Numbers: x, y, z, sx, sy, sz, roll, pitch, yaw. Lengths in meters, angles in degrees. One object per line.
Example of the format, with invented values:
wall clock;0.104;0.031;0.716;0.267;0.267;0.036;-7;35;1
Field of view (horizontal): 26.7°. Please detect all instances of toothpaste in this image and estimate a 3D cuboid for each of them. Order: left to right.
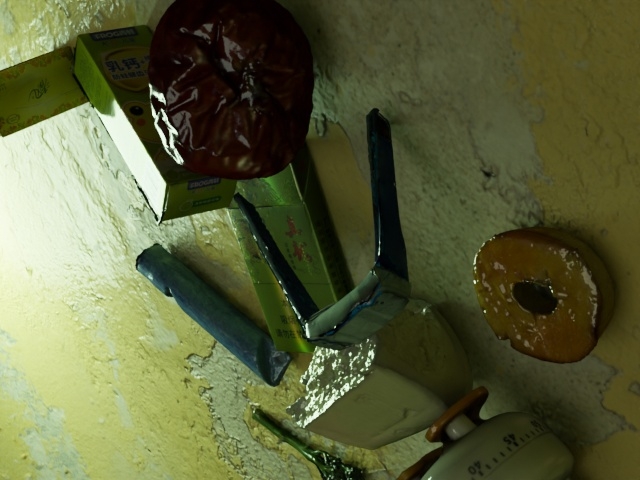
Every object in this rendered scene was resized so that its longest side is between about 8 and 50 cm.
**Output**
toothpaste;-0.232;-0.166;1.858;0.327;0.110;0.077;57;147;32

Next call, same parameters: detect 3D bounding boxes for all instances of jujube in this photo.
jujube;-0.112;-0.198;1.703;0.213;0.213;0.232;14;106;42

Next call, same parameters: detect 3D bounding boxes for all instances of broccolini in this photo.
broccolini;-0.021;0.321;2.078;0.239;0.051;0.054;32;141;39

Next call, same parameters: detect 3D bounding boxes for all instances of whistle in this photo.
whistle;-0.164;0.112;2.074;0.304;0.062;0.062;38;137;24

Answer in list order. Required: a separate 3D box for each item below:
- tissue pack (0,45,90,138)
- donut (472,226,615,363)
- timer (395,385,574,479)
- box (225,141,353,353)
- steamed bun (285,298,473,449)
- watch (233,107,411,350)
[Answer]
tissue pack;-0.450;-0.226;2.073;0.062;0.176;0.095;-6;108;48
donut;0.265;0.057;1.574;0.178;0.065;0.162;27;127;35
timer;0.225;0.332;1.662;0.240;0.233;0.233;46;140;21
box;-0.043;0.014;1.893;0.173;0.043;0.311;-1;113;47
steamed bun;0.068;0.166;1.755;0.225;0.200;0.170;-36;41;40
watch;-0.007;0.010;1.683;0.276;0.068;0.275;-31;55;39
